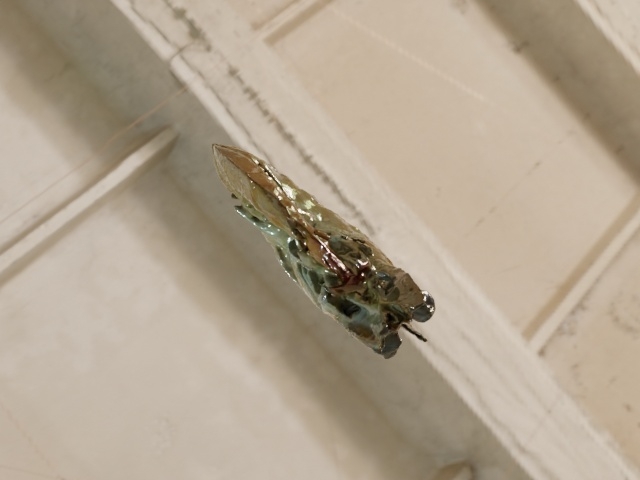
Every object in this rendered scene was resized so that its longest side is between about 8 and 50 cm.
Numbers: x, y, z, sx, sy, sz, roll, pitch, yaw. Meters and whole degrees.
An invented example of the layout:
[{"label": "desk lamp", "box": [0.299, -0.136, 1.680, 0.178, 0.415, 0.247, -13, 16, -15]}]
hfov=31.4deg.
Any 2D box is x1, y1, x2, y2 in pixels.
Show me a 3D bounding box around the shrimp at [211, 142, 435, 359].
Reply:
[{"label": "shrimp", "box": [0.000, 0.000, 0.494, 0.041, 0.180, 0.099, -40, -63, -2]}]
